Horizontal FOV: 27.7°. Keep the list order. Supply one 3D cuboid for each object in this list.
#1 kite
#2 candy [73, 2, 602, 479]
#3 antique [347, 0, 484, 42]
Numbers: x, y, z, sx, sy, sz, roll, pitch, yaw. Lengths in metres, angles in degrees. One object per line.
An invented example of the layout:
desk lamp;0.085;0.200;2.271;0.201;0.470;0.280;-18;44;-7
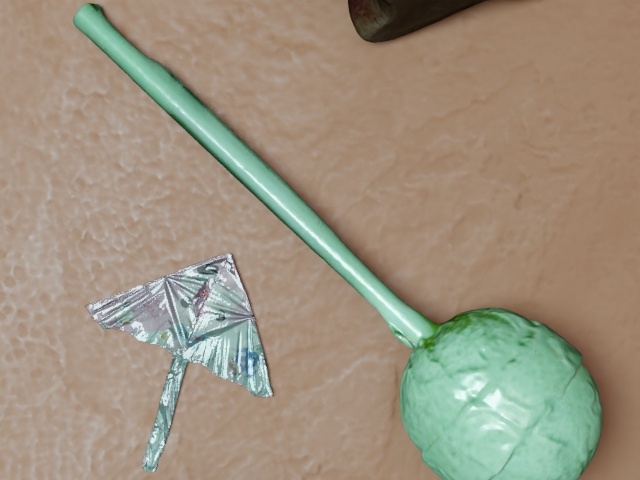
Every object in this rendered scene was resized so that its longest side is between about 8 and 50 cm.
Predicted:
kite;-0.095;0.076;0.856;0.137;0.005;0.152;26;85;-1
candy;0.000;0.000;0.831;0.440;0.119;0.119;43;84;5
antique;0.091;-0.226;0.835;0.257;0.121;0.143;-20;82;-6
